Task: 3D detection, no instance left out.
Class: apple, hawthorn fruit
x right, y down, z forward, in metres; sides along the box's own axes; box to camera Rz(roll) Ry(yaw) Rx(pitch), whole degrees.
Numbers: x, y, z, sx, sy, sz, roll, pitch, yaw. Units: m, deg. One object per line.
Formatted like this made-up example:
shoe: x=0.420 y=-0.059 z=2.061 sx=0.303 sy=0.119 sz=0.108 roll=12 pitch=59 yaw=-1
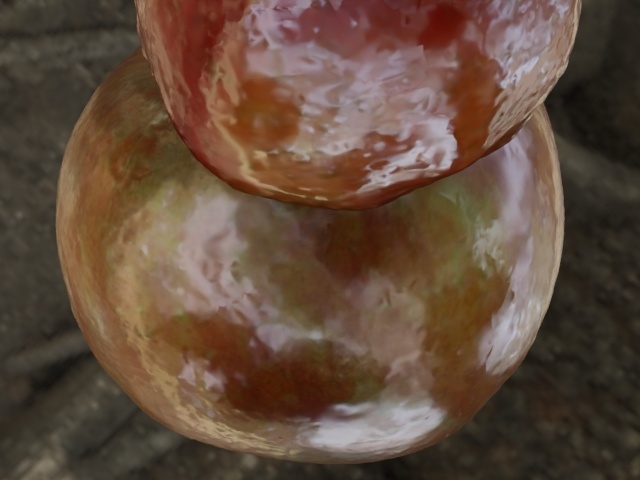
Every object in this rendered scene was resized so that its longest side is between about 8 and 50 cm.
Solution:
apple: x=0.000 y=0.000 z=1.041 sx=0.301 sy=0.301 sz=0.301 roll=-37 pitch=151 yaw=-24
hawthorn fruit: x=0.014 y=-0.122 z=0.774 sx=0.205 sy=0.205 sz=0.253 roll=-44 pitch=166 yaw=-10
